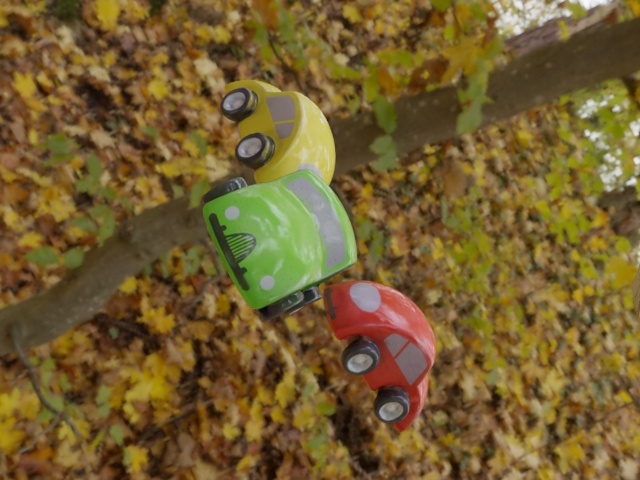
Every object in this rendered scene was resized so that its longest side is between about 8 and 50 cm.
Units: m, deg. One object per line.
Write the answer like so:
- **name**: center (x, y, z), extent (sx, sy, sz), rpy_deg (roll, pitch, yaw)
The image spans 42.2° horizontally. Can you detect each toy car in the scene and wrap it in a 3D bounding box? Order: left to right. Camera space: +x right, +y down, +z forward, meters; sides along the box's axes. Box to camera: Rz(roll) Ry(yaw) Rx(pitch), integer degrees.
- **toy car**: center (0.000, 0.000, 0.434), extent (0.239, 0.053, 0.225), rpy_deg (63, 9, 5)

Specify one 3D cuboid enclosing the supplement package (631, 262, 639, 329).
- **supplement package**: center (0.231, 0.079, 0.287), extent (0.149, 0.194, 0.203), rpy_deg (50, 33, -66)
